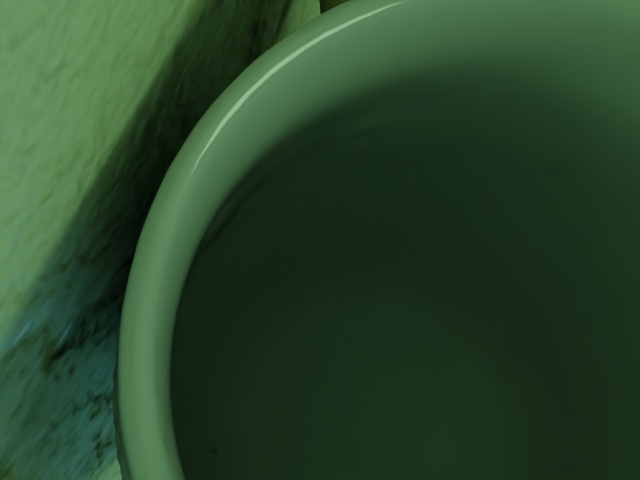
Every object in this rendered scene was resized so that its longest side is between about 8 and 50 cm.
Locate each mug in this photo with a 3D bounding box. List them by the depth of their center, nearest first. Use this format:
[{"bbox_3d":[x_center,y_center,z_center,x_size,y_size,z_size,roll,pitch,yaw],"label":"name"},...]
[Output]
[{"bbox_3d":[0.068,0.033,0.599,0.374,0.276,0.328,-65,-178,-16],"label":"mug"}]

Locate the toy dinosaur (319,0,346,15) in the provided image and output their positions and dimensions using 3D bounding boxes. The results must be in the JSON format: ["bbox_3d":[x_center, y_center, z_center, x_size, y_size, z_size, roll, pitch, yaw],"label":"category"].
[{"bbox_3d":[0.015,-0.136,0.540,0.092,0.053,0.183,-44,166,-18],"label":"toy dinosaur"}]
